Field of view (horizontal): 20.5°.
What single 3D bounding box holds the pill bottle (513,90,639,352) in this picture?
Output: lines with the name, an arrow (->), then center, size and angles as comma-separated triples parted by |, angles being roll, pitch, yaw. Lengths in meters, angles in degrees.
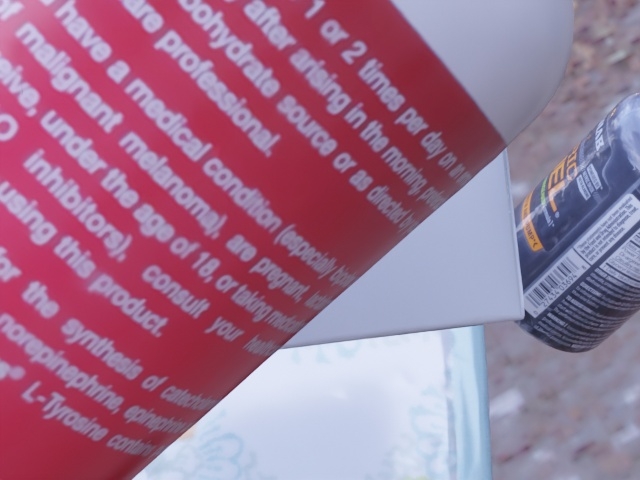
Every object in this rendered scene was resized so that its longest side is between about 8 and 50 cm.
pill bottle -> 0.246, -0.029, 1.383 | 0.245, 0.130, 0.130 | -48, 9, 38

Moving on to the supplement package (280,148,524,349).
supplement package -> 0.000, 0.000, 0.907 | 0.179, 0.105, 0.105 | -6, -1, -12

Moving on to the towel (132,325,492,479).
towel -> -0.040, 0.065, 1.271 | 0.320, 0.374, 0.090 | -1, -18, -1

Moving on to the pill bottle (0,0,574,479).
pill bottle -> -0.075, -0.063, 0.547 | 0.408, 0.229, 0.229 | -41, 23, 5
